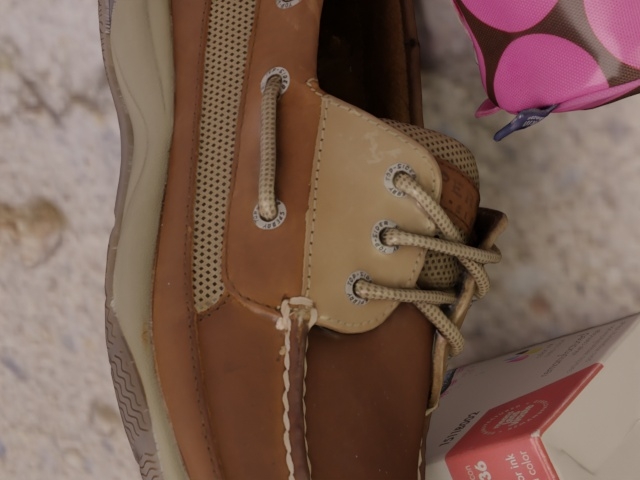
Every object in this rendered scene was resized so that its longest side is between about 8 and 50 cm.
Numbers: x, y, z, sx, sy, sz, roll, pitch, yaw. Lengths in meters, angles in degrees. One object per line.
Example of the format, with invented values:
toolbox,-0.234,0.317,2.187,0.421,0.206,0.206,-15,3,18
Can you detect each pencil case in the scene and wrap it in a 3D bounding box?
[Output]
pencil case,0.068,-0.146,0.598,0.098,0.095,0.209,-8,102,45

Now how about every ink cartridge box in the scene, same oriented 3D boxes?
ink cartridge box,0.038,0.101,0.697,0.198,0.115,0.067,-21,98,35

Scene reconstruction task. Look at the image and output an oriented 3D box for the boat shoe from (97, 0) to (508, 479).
boat shoe,0.000,0.000,0.610,0.116,0.123,0.324,-22,62,21
